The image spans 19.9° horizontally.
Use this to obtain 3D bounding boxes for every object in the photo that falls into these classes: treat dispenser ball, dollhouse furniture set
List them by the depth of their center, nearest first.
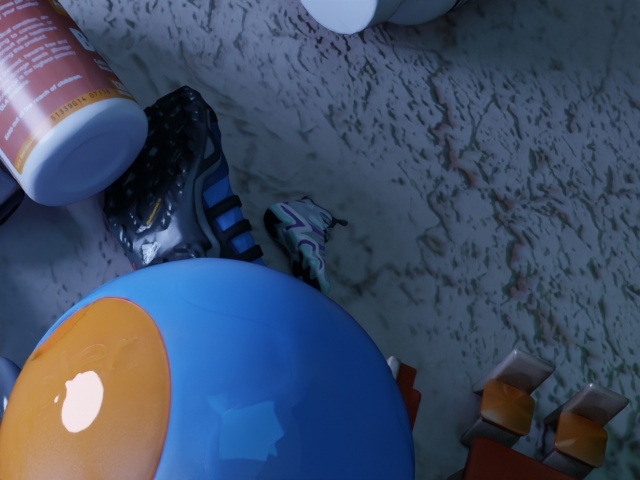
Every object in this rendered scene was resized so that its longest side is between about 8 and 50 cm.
[{"bbox_3d":[-0.078,0.156,1.254,0.288,0.288,0.288,12,57,-19],"label":"treat dispenser ball"},{"bbox_3d":[0.139,0.205,1.537,0.259,0.135,0.262,25,54,-10],"label":"dollhouse furniture set"}]

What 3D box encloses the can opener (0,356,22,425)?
[{"bbox_3d":[-0.276,0.082,1.421,0.074,0.093,0.280,24,29,-53],"label":"can opener"}]

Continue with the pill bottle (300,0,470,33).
[{"bbox_3d":[0.114,-0.313,1.813,0.301,0.169,0.169,-29,77,-35],"label":"pill bottle"}]

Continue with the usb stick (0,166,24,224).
[{"bbox_3d":[-0.371,-0.102,1.537,0.278,0.045,0.077,39,54,1],"label":"usb stick"}]

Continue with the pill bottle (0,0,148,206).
[{"bbox_3d":[-0.251,-0.143,1.561,0.121,0.121,0.216,-23,64,-34],"label":"pill bottle"}]

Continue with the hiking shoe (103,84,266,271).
[{"bbox_3d":[-0.109,0.003,1.580,0.132,0.113,0.304,43,31,-43],"label":"hiking shoe"}]

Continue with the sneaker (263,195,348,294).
[{"bbox_3d":[0.000,0.000,1.654,0.069,0.038,0.098,-20,72,-32],"label":"sneaker"}]
